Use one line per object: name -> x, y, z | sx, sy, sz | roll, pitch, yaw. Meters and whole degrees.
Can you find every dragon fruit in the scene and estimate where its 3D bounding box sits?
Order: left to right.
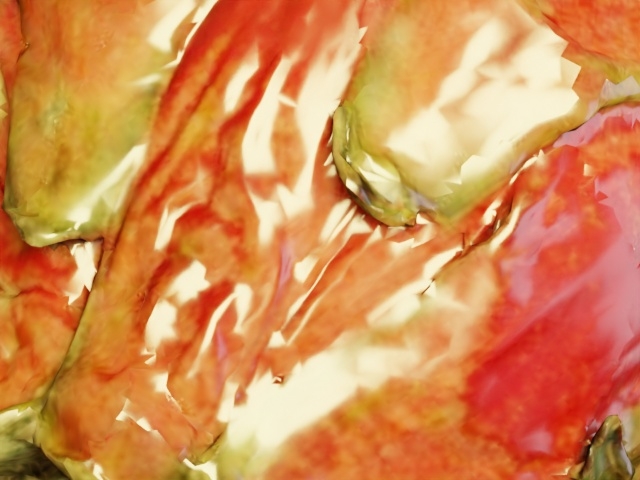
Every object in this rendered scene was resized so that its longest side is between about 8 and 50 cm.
dragon fruit -> 0.000, 0.000, 0.461 | 0.244, 0.244, 0.299 | 89, 15, -44
